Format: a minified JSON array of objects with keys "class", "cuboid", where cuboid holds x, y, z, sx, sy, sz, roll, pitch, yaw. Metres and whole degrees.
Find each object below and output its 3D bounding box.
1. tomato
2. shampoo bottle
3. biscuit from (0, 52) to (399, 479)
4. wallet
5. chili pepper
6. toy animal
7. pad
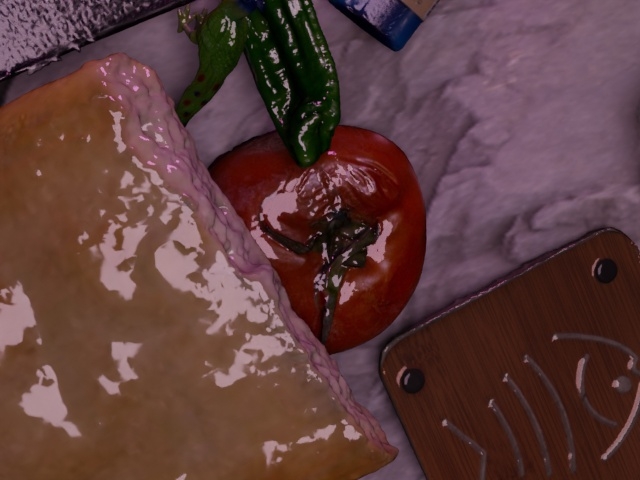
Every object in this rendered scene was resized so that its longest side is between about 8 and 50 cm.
[{"class":"tomato","cuboid":[-0.001,-0.001,1.618,0.228,0.101,0.228,-2,99,-15]},{"class":"shampoo bottle","cuboid":[0.091,-0.266,1.615,0.087,0.050,0.183,36,90,-12]},{"class":"biscuit","cuboid":[-0.221,0.096,1.541,0.446,0.104,0.429,-24,104,7]},{"class":"wallet","cuboid":[-0.244,-0.266,1.541,0.262,0.071,0.221,-25,99,-11]},{"class":"chili pepper","cuboid":[-0.035,-0.189,1.565,0.074,0.100,0.257,-16,86,-27]},{"class":"toy animal","cuboid":[-0.108,-0.157,1.569,0.041,0.075,0.217,-4,144,-38]},{"class":"pad","cuboid":[0.224,0.164,1.727,0.284,0.018,0.287,-27,105,-12]}]
